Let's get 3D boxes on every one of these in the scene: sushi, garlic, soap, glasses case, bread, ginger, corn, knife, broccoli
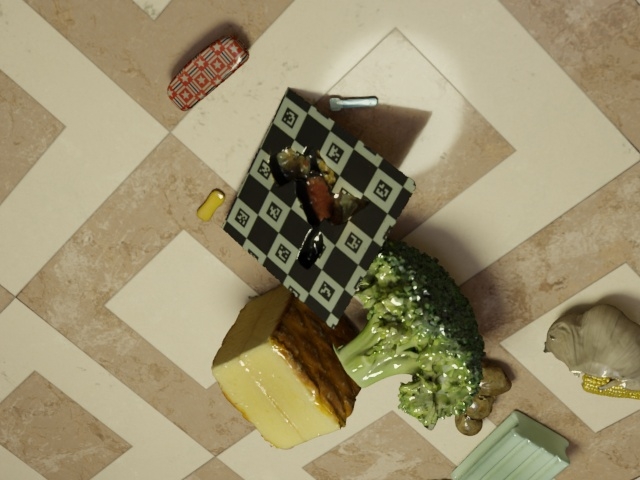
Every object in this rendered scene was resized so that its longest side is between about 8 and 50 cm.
[{"bbox_3d":[-0.003,-0.067,1.724,0.343,0.064,0.359,40,118,22],"label":"sushi"},{"bbox_3d":[0.583,0.210,1.751,0.229,0.178,0.143,26,110,15],"label":"garlic"},{"bbox_3d":[0.444,0.538,2.035,0.160,0.087,0.265,30,123,-6],"label":"soap"},{"bbox_3d":[-0.222,-0.330,1.676,0.194,0.049,0.073,-33,108,28],"label":"glasses case"},{"bbox_3d":[-0.060,0.265,1.872,0.207,0.279,0.279,-26,113,27],"label":"bread"},{"bbox_3d":[0.358,0.365,1.953,0.104,0.080,0.204,18,122,-5],"label":"ginger"},{"bbox_3d":[0.670,0.309,1.852,0.206,0.067,0.067,2,122,15],"label":"corn"},{"bbox_3d":[-0.238,-0.075,1.861,0.034,0.012,0.089,37,123,-11],"label":"soap"},{"bbox_3d":[0.065,-0.268,1.670,0.096,0.010,0.027,-2,120,12],"label":"knife"},{"bbox_3d":[0.195,0.192,1.758,0.338,0.277,0.317,21,111,-11],"label":"broccoli"}]

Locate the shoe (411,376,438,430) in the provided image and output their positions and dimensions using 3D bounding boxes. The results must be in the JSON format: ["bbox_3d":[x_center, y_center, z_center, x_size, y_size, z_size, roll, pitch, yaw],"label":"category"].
[{"bbox_3d":[0.232,0.361,1.991,0.099,0.071,0.169,6,119,13],"label":"shoe"}]
